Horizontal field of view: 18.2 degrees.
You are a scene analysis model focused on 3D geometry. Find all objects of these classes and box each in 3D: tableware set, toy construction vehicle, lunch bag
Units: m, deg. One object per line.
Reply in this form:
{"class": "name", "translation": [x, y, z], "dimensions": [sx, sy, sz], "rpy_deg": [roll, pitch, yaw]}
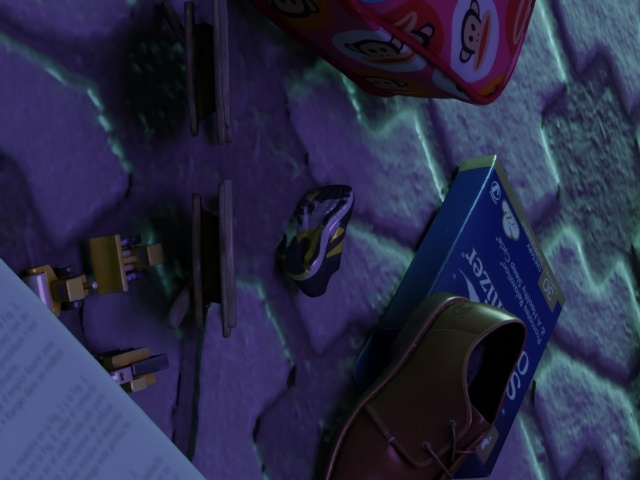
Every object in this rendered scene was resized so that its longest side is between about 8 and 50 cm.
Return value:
{"class": "tableware set", "translation": [-0.068, -0.043, 1.109], "dimensions": [0.128, 0.039, 0.194], "rpy_deg": [133, -45, -87]}
{"class": "toy construction vehicle", "translation": [-0.110, 0.040, 1.051], "dimensions": [0.098, 0.035, 0.086], "rpy_deg": [-9, 91, -57]}
{"class": "lunch bag", "translation": [0.079, -0.240, 1.279], "dimensions": [0.258, 0.120, 0.293], "rpy_deg": [31, 72, -53]}

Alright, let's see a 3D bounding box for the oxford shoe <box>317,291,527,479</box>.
{"class": "oxford shoe", "translation": [0.061, 0.125, 1.236], "dimensions": [0.076, 0.076, 0.212], "rpy_deg": [44, 66, -39]}

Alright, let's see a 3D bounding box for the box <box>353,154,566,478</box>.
{"class": "box", "translation": [0.100, 0.063, 1.369], "dimensions": [0.136, 0.036, 0.225], "rpy_deg": [61, 40, -29]}

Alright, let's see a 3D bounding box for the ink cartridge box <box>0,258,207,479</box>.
{"class": "ink cartridge box", "translation": [-0.217, 0.127, 0.840], "dimensions": [0.385, 0.091, 0.308], "rpy_deg": [48, 42, -12]}

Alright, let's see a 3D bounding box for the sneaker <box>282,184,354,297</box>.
{"class": "sneaker", "translation": [0.000, 0.000, 1.239], "dimensions": [0.083, 0.031, 0.035], "rpy_deg": [-62, 146, -37]}
